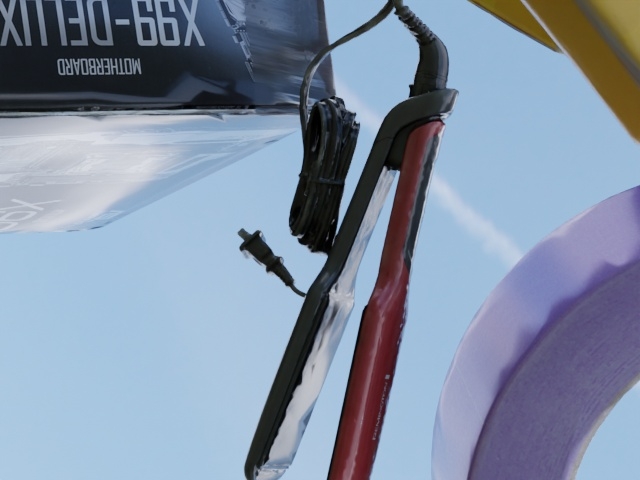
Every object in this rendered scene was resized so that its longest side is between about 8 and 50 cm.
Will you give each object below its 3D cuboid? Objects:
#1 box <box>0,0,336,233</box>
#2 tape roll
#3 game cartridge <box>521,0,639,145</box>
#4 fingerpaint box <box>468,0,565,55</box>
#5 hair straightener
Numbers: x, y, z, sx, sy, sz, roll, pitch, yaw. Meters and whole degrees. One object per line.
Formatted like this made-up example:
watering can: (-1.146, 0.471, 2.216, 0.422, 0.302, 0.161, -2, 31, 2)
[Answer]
box: (-0.170, -0.064, 1.021, 0.307, 0.242, 0.076, -21, -106, 59)
tape roll: (0.193, 0.110, 0.909, 0.090, 0.275, 0.275, -110, -172, -72)
game cartridge: (0.144, -0.253, 1.003, 0.323, 0.285, 0.053, 49, -32, -7)
fingerpaint box: (0.357, -0.254, 1.410, 0.163, 0.445, 0.371, 41, -72, 50)
hair straightener: (0.000, 0.000, 0.868, 0.089, 0.047, 0.230, 14, -85, 22)
